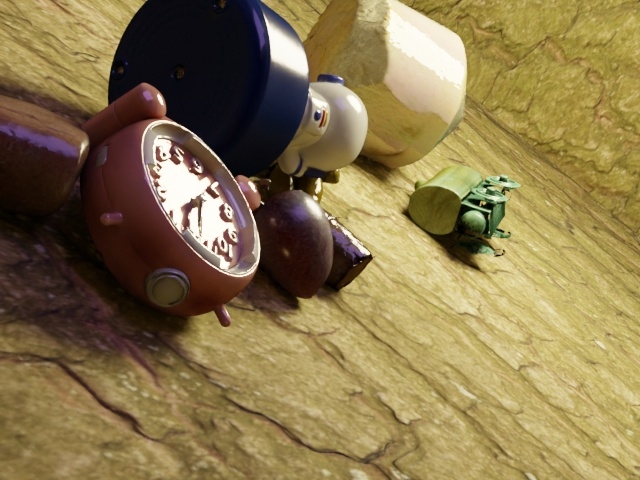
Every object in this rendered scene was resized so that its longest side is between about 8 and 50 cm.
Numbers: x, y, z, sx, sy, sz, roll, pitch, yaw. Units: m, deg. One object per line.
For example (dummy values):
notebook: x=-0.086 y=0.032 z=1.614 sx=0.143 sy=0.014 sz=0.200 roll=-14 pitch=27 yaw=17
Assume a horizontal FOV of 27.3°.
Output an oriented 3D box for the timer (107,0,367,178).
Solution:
timer: x=-0.073 y=-0.183 z=1.823 sx=0.383 sy=0.270 sz=0.270 roll=17 pitch=28 yaw=-52

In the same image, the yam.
yam: x=0.000 y=0.001 z=1.814 sx=0.141 sy=0.079 sz=0.079 roll=43 pitch=19 yaw=15

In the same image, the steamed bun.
steamed bun: x=-0.329 y=-0.094 z=1.400 sx=0.145 sy=0.106 sz=0.175 roll=18 pitch=12 yaw=-18

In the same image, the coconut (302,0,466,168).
coconut: x=0.125 y=-0.286 z=2.418 sx=0.309 sy=0.297 sz=0.297 roll=28 pitch=21 yaw=-22

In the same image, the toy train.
toy train: x=0.259 y=-0.054 z=2.397 sx=0.189 sy=0.126 sz=0.307 roll=8 pitch=14 yaw=14

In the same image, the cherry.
cherry: x=-0.035 y=0.001 z=1.659 sx=0.115 sy=0.148 sz=0.188 roll=0 pitch=-1 yaw=-12

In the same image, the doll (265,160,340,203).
doll: x=-0.036 y=-0.104 z=2.011 sx=0.137 sy=0.097 sz=0.209 roll=8 pitch=36 yaw=6

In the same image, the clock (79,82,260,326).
clock: x=-0.175 y=-0.015 z=1.450 sx=0.227 sy=0.142 sz=0.241 roll=43 pitch=23 yaw=-33
